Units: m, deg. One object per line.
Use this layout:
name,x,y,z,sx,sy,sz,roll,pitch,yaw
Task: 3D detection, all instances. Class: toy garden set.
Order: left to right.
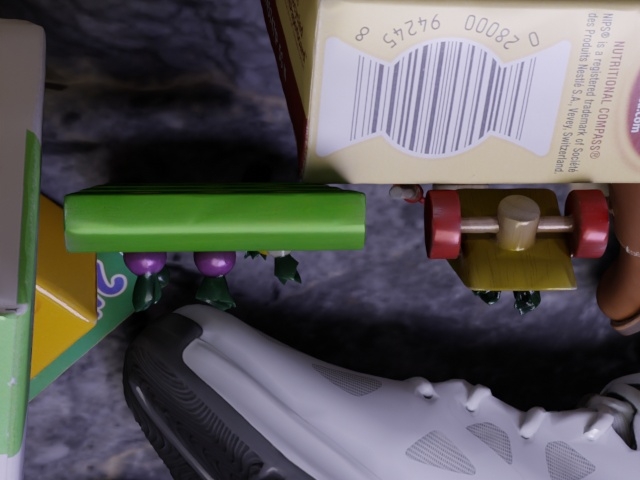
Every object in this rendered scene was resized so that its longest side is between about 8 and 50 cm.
toy garden set,0.000,0.000,0.626,0.204,0.244,0.049,0,93,-4

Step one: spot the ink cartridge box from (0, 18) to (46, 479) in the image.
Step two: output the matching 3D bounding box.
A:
ink cartridge box,-0.178,0.071,0.572,0.115,0.198,0.273,4,125,-13

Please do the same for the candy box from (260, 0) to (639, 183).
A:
candy box,0.138,-0.107,0.604,0.316,0.183,0.087,0,128,-9

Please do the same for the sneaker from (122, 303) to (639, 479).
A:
sneaker,0.119,0.128,0.824,0.447,0.257,0.169,37,155,-3

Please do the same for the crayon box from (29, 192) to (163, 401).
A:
crayon box,-0.258,0.020,0.699,0.203,0.083,0.323,-40,124,20

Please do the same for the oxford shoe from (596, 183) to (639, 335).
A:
oxford shoe,0.179,-0.025,0.739,0.076,0.076,0.212,26,145,7
